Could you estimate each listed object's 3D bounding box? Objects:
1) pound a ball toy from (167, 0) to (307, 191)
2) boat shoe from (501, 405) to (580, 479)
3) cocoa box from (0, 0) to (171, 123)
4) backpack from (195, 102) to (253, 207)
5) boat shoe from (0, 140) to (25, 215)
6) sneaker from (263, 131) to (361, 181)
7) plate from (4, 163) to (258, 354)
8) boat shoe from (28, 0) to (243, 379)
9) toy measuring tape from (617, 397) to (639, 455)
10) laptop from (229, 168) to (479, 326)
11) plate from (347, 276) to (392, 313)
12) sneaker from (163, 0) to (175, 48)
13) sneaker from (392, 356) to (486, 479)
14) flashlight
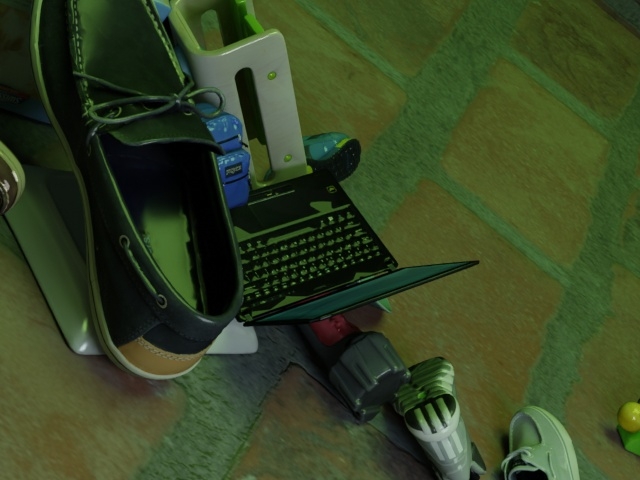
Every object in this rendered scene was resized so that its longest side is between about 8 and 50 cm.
[{"bbox_3d":[-0.126,-0.185,1.958,0.136,0.319,0.208,-22,51,-11],"label":"pound a ball toy"},{"bbox_3d":[0.269,0.291,1.914,0.081,0.079,0.227,24,35,-34],"label":"boat shoe"},{"bbox_3d":[-0.392,-0.319,1.838,0.347,0.231,0.228,17,38,-35],"label":"cocoa box"},{"bbox_3d":[-0.130,-0.096,1.813,0.101,0.120,0.098,23,33,37],"label":"backpack"},{"bbox_3d":[-0.470,-0.092,1.563,0.342,0.123,0.123,27,39,-15],"label":"boat shoe"},{"bbox_3d":[-0.030,-0.101,2.148,0.082,0.069,0.209,16,28,29],"label":"sneaker"},{"bbox_3d":[-0.217,0.012,1.776,0.278,0.045,0.277,5,43,-47],"label":"plate"},{"bbox_3d":[-0.186,-0.106,1.655,0.187,0.156,0.500,0,71,-39],"label":"boat shoe"},{"bbox_3d":[0.561,0.291,2.218,0.330,0.121,0.121,25,32,-25],"label":"toy measuring tape"},{"bbox_3d":[0.000,0.000,1.783,0.234,0.136,0.264,-18,59,-32],"label":"laptop"},{"bbox_3d":[0.029,0.025,2.013,0.188,0.024,0.188,53,6,-8],"label":"plate"},{"bbox_3d":[-0.195,-0.326,2.068,0.109,0.130,0.286,33,64,-24],"label":"sneaker"},{"bbox_3d":[0.145,0.233,1.875,0.228,0.086,0.132,-87,153,-75],"label":"sneaker"},{"bbox_3d":[0.000,0.067,1.880,0.304,0.103,0.103,52,-3,31],"label":"flashlight"}]
